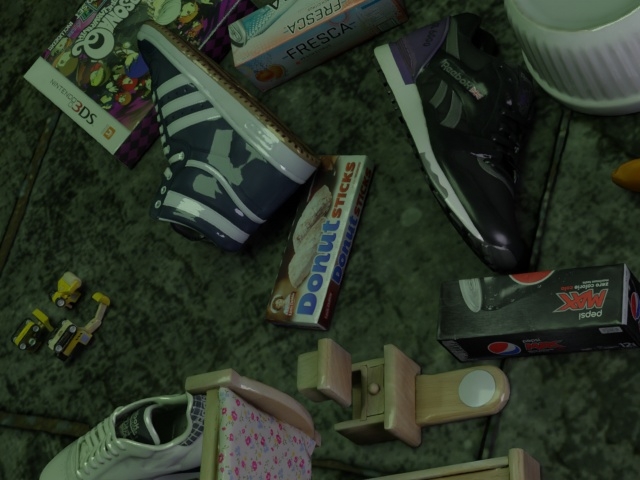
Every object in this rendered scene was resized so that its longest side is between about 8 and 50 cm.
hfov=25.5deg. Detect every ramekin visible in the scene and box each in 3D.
[{"bbox_3d":[0.262,-0.226,1.270,0.207,0.109,0.207,-15,58,26],"label":"ramekin"}]

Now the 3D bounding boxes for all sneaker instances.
[{"bbox_3d":[0.144,-0.105,1.287,0.124,0.107,0.283,-28,53,10],"label":"sneaker"},{"bbox_3d":[-0.183,0.194,1.336,0.235,0.095,0.090,-24,56,22],"label":"sneaker"},{"bbox_3d":[-0.136,-0.103,1.448,0.153,0.099,0.282,-52,55,9],"label":"sneaker"}]

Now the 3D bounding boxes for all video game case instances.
[{"bbox_3d":[-0.208,-0.223,1.614,0.232,0.042,0.210,-50,51,-1],"label":"video game case"}]

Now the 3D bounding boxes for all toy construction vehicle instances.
[{"bbox_3d":[-0.272,0.087,1.496,0.086,0.035,0.098,25,77,50],"label":"toy construction vehicle"}]

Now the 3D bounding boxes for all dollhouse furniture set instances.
[{"bbox_3d":[0.022,0.163,1.051,0.173,0.355,0.303,-14,58,25],"label":"dollhouse furniture set"}]

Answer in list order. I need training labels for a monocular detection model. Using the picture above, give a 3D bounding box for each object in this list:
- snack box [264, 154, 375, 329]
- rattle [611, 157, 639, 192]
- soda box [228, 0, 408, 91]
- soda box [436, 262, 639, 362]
[{"bbox_3d":[0.000,0.000,1.370,0.064,0.022,0.178,3,66,35],"label":"snack box"},{"bbox_3d":[0.317,0.008,1.135,0.142,0.130,0.200,-27,79,31],"label":"rattle"},{"bbox_3d":[-0.004,-0.228,1.474,0.183,0.058,0.063,-24,54,19],"label":"soda box"},{"bbox_3d":[0.185,0.062,1.197,0.168,0.053,0.060,-7,62,29],"label":"soda box"}]
